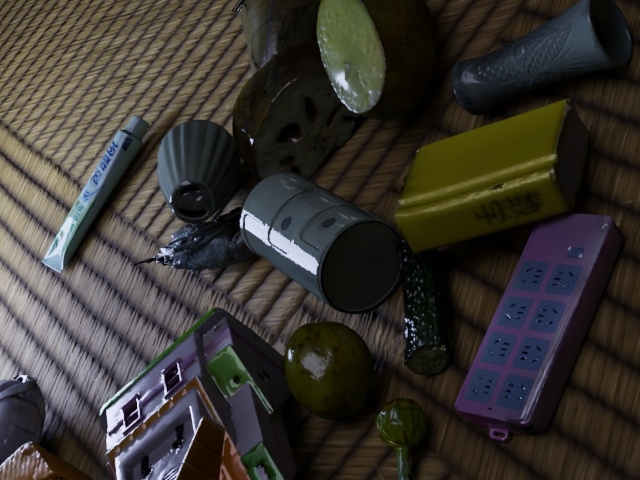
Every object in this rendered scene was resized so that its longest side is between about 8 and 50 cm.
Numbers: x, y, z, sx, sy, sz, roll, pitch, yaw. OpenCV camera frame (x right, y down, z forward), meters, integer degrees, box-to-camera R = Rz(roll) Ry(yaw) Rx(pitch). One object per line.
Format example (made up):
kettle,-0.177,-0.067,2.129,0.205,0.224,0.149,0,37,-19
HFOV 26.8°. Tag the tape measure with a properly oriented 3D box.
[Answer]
tape measure,-0.499,0.315,2.000,0.236,0.120,0.197,-44,31,18

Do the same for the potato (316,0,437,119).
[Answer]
potato,0.079,-0.281,1.849,0.141,0.176,0.298,-57,24,35

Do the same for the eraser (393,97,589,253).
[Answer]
eraser,0.203,-0.075,1.588,0.226,0.069,0.158,-17,30,31

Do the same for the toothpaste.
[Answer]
toothpaste,-0.381,-0.080,2.285,0.075,0.048,0.296,25,82,50

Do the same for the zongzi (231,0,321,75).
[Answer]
zongzi,-0.004,-0.347,2.070,0.256,0.115,0.228,-27,45,14

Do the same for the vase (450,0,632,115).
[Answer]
vase,0.269,-0.225,1.675,0.219,0.096,0.096,-20,46,39

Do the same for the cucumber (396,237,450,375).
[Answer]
cucumber,0.124,0.071,1.602,0.058,0.058,0.187,-29,42,28

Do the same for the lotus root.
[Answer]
lotus root,-0.039,-0.183,1.946,0.235,0.138,0.119,-49,26,12

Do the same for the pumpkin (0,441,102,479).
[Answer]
pumpkin,-0.320,0.352,1.766,0.281,0.139,0.190,-26,43,28

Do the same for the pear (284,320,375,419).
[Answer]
pear,0.010,0.152,1.611,0.107,0.107,0.131,-34,48,23

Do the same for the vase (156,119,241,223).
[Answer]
vase,-0.181,-0.095,1.966,0.128,0.128,0.248,-42,17,12

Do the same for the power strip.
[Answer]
power strip,0.242,0.088,1.474,0.109,0.037,0.278,5,64,50

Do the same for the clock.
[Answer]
clock,-0.138,0.273,1.619,0.235,0.166,0.309,-41,30,13

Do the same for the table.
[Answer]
table,0.000,0.000,1.736,0.126,0.126,0.220,-53,35,-3

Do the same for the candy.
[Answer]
candy,0.090,0.265,1.484,0.058,0.062,0.193,3,61,-4

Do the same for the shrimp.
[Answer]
shrimp,-0.180,0.008,1.946,0.233,0.090,0.079,-15,67,21
